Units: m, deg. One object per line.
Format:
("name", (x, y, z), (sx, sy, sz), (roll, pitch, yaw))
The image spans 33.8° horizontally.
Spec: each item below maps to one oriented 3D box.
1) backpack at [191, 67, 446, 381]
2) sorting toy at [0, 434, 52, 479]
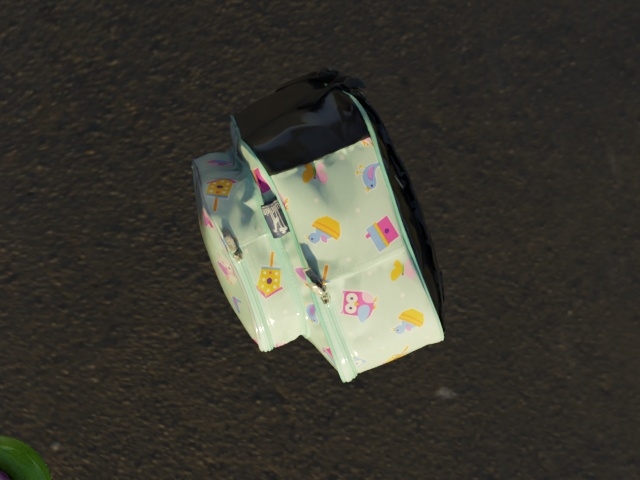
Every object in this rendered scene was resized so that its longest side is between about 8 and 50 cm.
("backpack", (0.000, 0.000, 0.698), (0.144, 0.166, 0.188), (-31, 107, -3))
("sorting toy", (-0.156, 0.094, 0.406), (0.102, 0.042, 0.061), (26, 78, 1))
